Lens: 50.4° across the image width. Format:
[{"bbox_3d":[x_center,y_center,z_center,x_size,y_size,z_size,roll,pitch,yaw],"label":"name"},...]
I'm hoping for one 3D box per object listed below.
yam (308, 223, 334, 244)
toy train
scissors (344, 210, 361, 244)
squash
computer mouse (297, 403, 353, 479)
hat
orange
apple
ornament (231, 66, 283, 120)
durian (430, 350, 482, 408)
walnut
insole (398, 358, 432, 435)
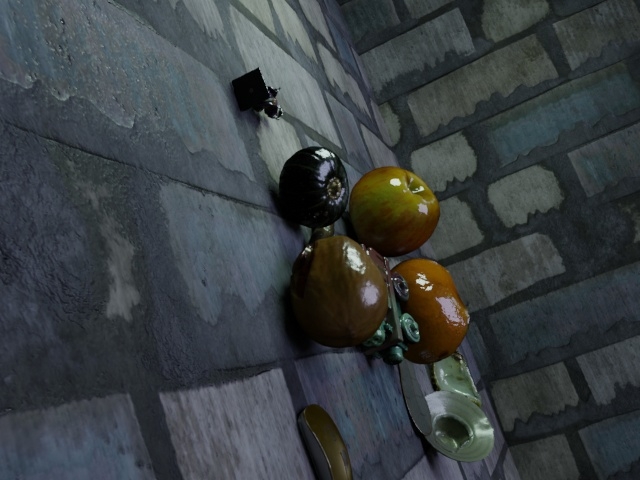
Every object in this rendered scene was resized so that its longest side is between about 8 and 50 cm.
[{"bbox_3d":[0.000,0.000,1.682,0.061,0.061,0.253,61,17,-21],"label":"yam"},{"bbox_3d":[0.145,0.172,1.802,0.221,0.150,0.304,37,34,-42],"label":"toy train"},{"bbox_3d":[0.101,-0.059,2.159,0.212,0.021,0.110,46,29,-52],"label":"scissors"},{"bbox_3d":[-0.014,-0.124,1.609,0.193,0.156,0.193,4,83,-32],"label":"squash"},{"bbox_3d":[0.018,0.393,1.233,0.199,0.045,0.102,69,18,6],"label":"computer mouse"},{"bbox_3d":[0.387,0.583,2.047,0.252,0.252,0.110,-92,-164,-52],"label":"hat"},{"bbox_3d":[0.291,0.204,1.997,0.310,0.274,0.274,65,15,11],"label":"orange"},{"bbox_3d":[0.237,-0.092,2.124,0.301,0.301,0.301,57,19,-32],"label":"apple"},{"bbox_3d":[-0.129,-0.334,1.665,0.203,0.088,0.081,31,41,-67],"label":"ornament"},{"bbox_3d":[0.471,0.493,2.416,0.144,0.139,0.252,42,29,-66],"label":"durian"},{"bbox_3d":[0.038,0.102,1.422,0.203,0.203,0.298,59,14,-26],"label":"walnut"},{"bbox_3d":[0.272,0.421,2.037,0.119,0.009,0.348,33,33,-35],"label":"insole"}]
